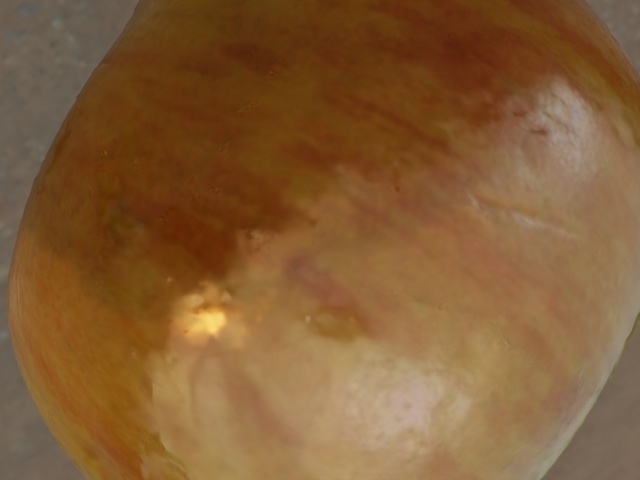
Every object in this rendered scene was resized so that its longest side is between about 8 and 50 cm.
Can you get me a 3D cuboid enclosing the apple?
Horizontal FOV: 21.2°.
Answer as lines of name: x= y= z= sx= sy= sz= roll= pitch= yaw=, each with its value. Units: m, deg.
apple: x=0.000 y=0.000 z=0.710 sx=0.286 sy=0.233 sz=0.286 roll=-55 pitch=-170 yaw=14
